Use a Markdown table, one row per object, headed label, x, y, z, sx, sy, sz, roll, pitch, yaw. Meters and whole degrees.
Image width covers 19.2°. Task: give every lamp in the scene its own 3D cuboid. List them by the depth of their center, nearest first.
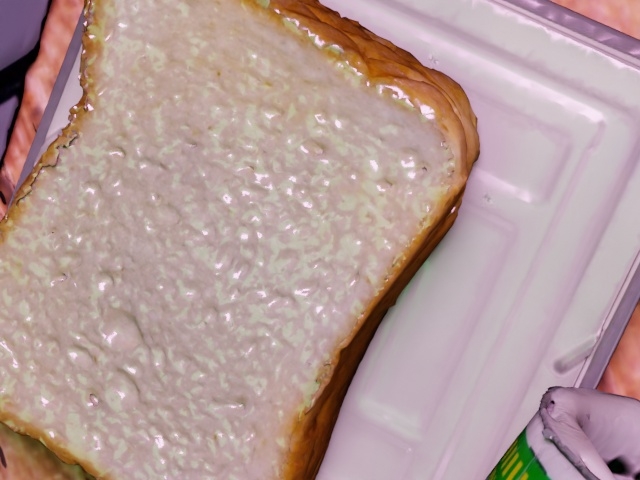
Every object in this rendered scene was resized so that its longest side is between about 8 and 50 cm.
| label | x | y | z | sx | sy | sz | roll | pitch | yaw |
| --- | --- | --- | --- | --- | --- | --- | --- | --- | --- |
| lamp | 0.000 | 0.000 | 0.811 | 0.269 | 0.047 | 0.266 | 26 | 104 | 12 |

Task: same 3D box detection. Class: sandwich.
| label | x | y | z | sx | sy | sz | roll | pitch | yaw |
| --- | --- | --- | --- | --- | --- | --- | --- | --- | --- |
| sandwich | -0.051 | -0.002 | 0.767 | 0.186 | 0.065 | 0.214 | 33 | 105 | 11 |

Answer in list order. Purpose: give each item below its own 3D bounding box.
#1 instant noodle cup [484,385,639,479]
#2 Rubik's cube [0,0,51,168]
| label | x | y | z | sx | sy | sz | roll | pitch | yaw |
| --- | --- | --- | --- | --- | --- | --- | --- | --- | --- |
| instant noodle cup | 0.094 | 0.191 | 0.715 | 0.207 | 0.207 | 0.232 | 32 | 105 | 11 |
| Rubik's cube | -0.296 | -0.087 | 0.764 | 0.283 | 0.293 | 0.288 | 22 | 102 | 10 |
